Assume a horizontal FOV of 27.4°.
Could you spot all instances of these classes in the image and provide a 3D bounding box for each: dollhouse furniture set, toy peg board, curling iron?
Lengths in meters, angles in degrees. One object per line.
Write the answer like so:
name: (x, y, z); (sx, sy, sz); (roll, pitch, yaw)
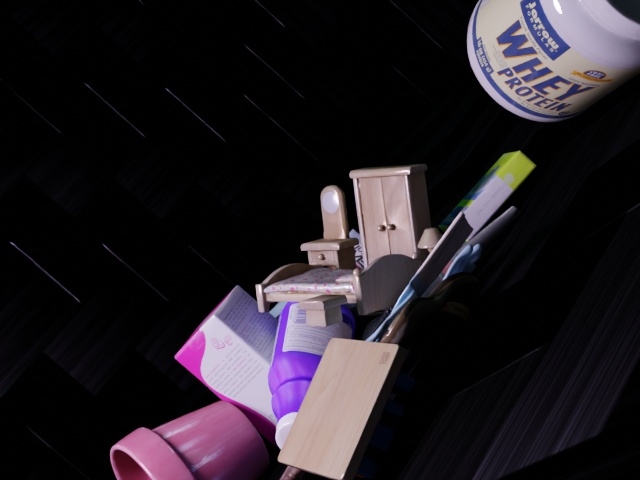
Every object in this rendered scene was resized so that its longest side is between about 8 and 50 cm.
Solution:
dollhouse furniture set: (0.000, 0.000, 1.874); (0.303, 0.174, 0.355); (-2, 8, 41)
toy peg board: (0.048, 0.203, 1.507); (0.160, 0.079, 0.161); (-2, 61, 62)
curling iron: (0.177, 0.047, 1.791); (0.274, 0.035, 0.068); (-47, -23, -17)

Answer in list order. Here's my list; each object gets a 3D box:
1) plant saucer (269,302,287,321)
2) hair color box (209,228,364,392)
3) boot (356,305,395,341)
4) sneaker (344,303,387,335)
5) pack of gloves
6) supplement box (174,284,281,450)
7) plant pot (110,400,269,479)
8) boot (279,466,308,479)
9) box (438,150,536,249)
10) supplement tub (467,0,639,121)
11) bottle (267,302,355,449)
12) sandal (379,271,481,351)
plant saucer: (-0.030, 0.103, 2.219); (0.195, 0.037, 0.195); (-40, 4, 4)
hair color box: (-0.036, 0.160, 2.398); (0.374, 0.113, 0.185); (-50, 6, -11)
boot: (0.101, 0.121, 1.928); (0.121, 0.045, 0.099); (-50, 2, -6)
sneaker: (0.058, 0.114, 2.144); (0.163, 0.086, 0.226); (-38, -1, 16)
pack of gloves: (0.139, 0.090, 1.659); (0.232, 0.046, 0.195); (-53, -18, -3)
supplement box: (-0.094, 0.194, 2.010); (0.111, 0.220, 0.114); (-45, 6, 30)
plant pot: (-0.184, 0.339, 1.954); (0.180, 0.201, 0.201); (-34, -2, -26)
boot: (-0.036, 0.308, 1.690); (0.114, 0.037, 0.106); (-48, -9, -36)
box: (0.249, -0.059, 2.023); (0.178, 0.042, 0.109); (-48, 5, -3)
supplement tub: (0.374, -0.324, 1.859); (0.235, 0.235, 0.325); (-51, 5, -24)
bottle: (-0.015, 0.192, 1.888); (0.283, 0.118, 0.092); (-82, 9, -56)
sandal: (0.144, 0.096, 1.572); (0.090, 0.060, 0.219); (-60, -19, 20)
